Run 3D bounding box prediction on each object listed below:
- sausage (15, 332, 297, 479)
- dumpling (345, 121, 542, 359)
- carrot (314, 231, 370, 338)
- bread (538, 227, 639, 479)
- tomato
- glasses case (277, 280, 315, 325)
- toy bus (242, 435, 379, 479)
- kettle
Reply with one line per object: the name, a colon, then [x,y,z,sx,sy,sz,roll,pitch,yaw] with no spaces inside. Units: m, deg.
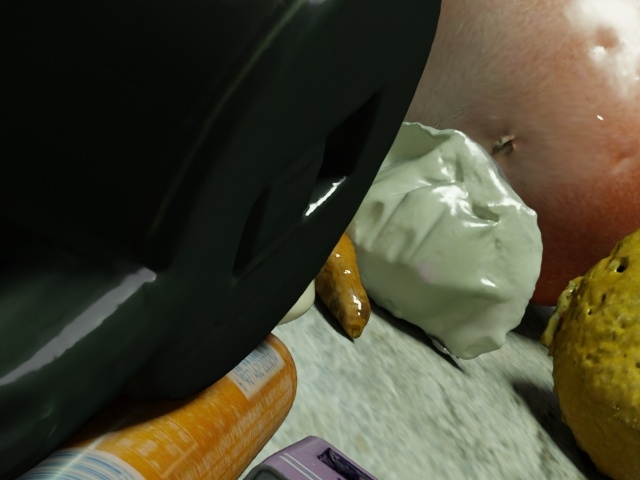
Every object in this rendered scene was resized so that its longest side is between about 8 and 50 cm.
sausage: [-0.062,0.081,0.436,0.053,0.053,0.348,37,14,4]
dumpling: [0.076,-0.010,0.910,0.108,0.127,0.188,-2,43,-49]
carrot: [0.000,0.000,0.873,0.047,0.047,0.191,27,18,-31]
bread: [0.280,0.088,0.891,0.240,0.240,0.139,51,-2,46]
tomato: [0.184,-0.116,1.124,0.341,0.341,0.272,41,29,20]
glasses case: [-0.044,0.007,0.615,0.083,0.050,0.196,-9,5,-1]
toy bus: [0.040,0.142,0.410,0.178,0.087,0.098,36,8,9]
kettle: [-0.140,-0.091,0.429,0.308,0.203,0.262,32,15,14]
